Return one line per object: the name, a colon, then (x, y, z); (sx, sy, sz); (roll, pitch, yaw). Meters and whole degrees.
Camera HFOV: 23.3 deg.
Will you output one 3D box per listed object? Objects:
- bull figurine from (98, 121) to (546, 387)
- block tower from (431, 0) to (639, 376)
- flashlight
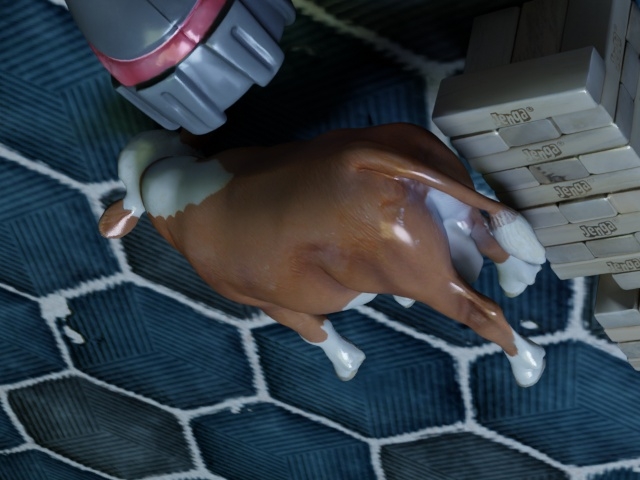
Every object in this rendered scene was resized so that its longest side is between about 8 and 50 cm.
bull figurine: (0.000, 0.000, 0.890); (0.188, 0.101, 0.310); (36, 164, -25)
block tower: (0.192, -0.008, 0.889); (0.091, 0.097, 0.335); (-11, 140, 34)
flashlight: (-0.146, -0.176, 0.770); (0.103, 0.103, 0.304); (-17, 135, 40)
